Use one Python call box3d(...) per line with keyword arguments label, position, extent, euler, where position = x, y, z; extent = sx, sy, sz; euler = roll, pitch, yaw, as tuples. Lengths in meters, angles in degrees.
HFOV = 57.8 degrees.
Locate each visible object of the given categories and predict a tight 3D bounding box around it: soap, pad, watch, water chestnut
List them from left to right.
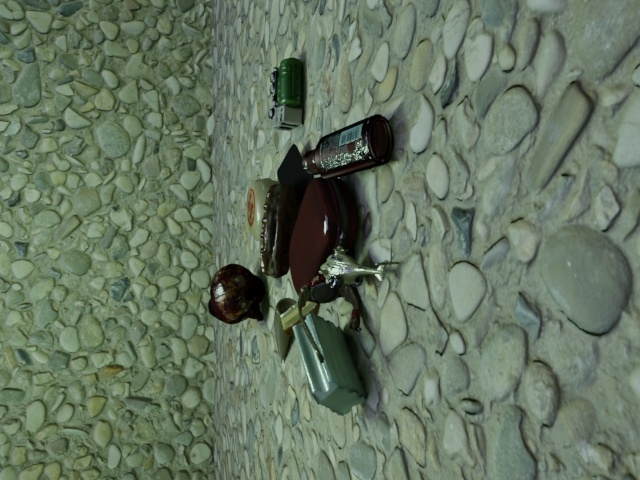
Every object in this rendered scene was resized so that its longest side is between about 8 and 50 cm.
box3d(label="water chestnut", position=(-0.363, 0.242, 2.532), extent=(0.289, 0.245, 0.288), euler=(-176, 90, -77))
box3d(label="pad", position=(-0.104, -0.299, 2.078), extent=(0.250, 0.055, 0.323), euler=(135, 132, -63))
box3d(label="soap", position=(0.020, 0.338, 1.588), extent=(0.094, 0.150, 0.261), euler=(-42, 40, 20))
box3d(label="watch", position=(0.028, 0.203, 1.553), extent=(0.268, 0.165, 0.102), euler=(-116, 17, -49))

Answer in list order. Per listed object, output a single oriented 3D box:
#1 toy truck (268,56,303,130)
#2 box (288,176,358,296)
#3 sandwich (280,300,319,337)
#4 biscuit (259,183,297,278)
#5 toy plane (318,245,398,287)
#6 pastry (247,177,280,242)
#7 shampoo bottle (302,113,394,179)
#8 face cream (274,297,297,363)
box3d(label="toy truck", position=(-0.114, -0.517, 2.048), extent=(0.125, 0.101, 0.242), euler=(-3, 85, 58))
box3d(label="box", position=(0.000, 0.000, 1.717), extent=(0.403, 0.108, 0.263), euler=(112, 150, -46))
box3d(label="sandwich", position=(-0.039, 0.256, 1.960), extent=(0.163, 0.113, 0.079), euler=(-41, 40, 18))
box3d(label="biscuit", position=(-0.142, -0.036, 1.990), extent=(0.332, 0.103, 0.331), euler=(4, -90, -89))
box3d(label="toy plane", position=(0.085, 0.072, 1.478), extent=(0.286, 0.092, 0.108), euler=(7, 95, 59))
box3d(label="pastry", position=(-0.212, -0.116, 2.273), extent=(0.265, 0.133, 0.264), euler=(177, 90, -73))
box3d(label="shampoo bottle", position=(0.062, -0.230, 1.509), extent=(0.323, 0.084, 0.129), euler=(-9, 84, 60))
box3d(label="face cream", position=(-0.139, 0.330, 2.165), extent=(0.341, 0.084, 0.137), euler=(104, 159, -54))
